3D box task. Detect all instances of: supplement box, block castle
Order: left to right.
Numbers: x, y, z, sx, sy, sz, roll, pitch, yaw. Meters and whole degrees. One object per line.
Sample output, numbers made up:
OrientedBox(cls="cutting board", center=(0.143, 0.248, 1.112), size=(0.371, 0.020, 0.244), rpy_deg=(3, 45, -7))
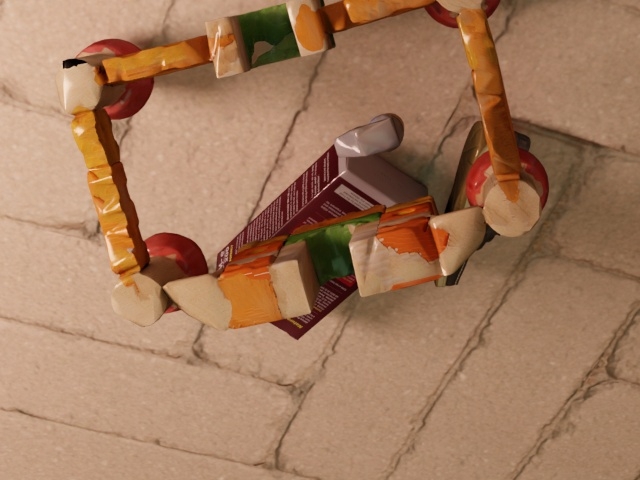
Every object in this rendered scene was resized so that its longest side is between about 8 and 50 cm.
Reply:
OrientedBox(cls="block castle", center=(-0.012, -0.099, 1.393), size=(0.453, 0.213, 0.303), rpy_deg=(-14, 98, 7))
OrientedBox(cls="supplement box", center=(0.000, 0.000, 1.609), size=(0.130, 0.073, 0.239), rpy_deg=(33, 123, -25))

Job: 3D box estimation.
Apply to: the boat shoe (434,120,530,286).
OrientedBox(cls="boat shoe", center=(0.181, -0.032, 1.578), size=(0.073, 0.080, 0.223), rpy_deg=(11, 127, -3))
